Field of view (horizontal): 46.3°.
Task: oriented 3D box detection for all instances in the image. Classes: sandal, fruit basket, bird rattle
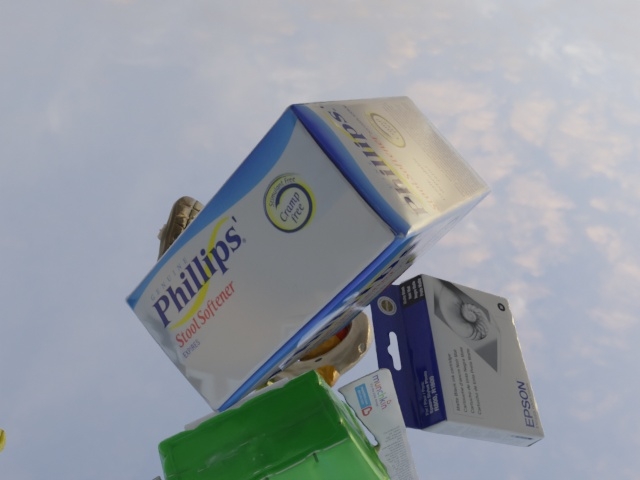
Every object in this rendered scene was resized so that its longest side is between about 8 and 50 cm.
[{"bbox_3d":[-0.194,0.005,1.017,0.049,0.072,0.180,-25,-146,29],"label":"sandal"},{"bbox_3d":[-0.038,0.321,0.863,0.327,0.353,0.165,-25,-136,-9],"label":"fruit basket"},{"bbox_3d":[-0.012,0.152,1.094,0.207,0.143,0.253,0,-156,41],"label":"bird rattle"}]

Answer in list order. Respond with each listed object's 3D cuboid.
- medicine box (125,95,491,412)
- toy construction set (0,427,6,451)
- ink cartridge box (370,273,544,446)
[{"bbox_3d":[0.000,0.000,0.757,0.149,0.263,0.289,49,-153,9],"label":"medicine box"},{"bbox_3d":[-0.443,0.288,0.721,0.151,0.328,0.215,-4,-103,21],"label":"toy construction set"},{"bbox_3d":[0.178,0.153,0.999,0.224,0.045,0.223,14,-131,-25],"label":"ink cartridge box"}]
